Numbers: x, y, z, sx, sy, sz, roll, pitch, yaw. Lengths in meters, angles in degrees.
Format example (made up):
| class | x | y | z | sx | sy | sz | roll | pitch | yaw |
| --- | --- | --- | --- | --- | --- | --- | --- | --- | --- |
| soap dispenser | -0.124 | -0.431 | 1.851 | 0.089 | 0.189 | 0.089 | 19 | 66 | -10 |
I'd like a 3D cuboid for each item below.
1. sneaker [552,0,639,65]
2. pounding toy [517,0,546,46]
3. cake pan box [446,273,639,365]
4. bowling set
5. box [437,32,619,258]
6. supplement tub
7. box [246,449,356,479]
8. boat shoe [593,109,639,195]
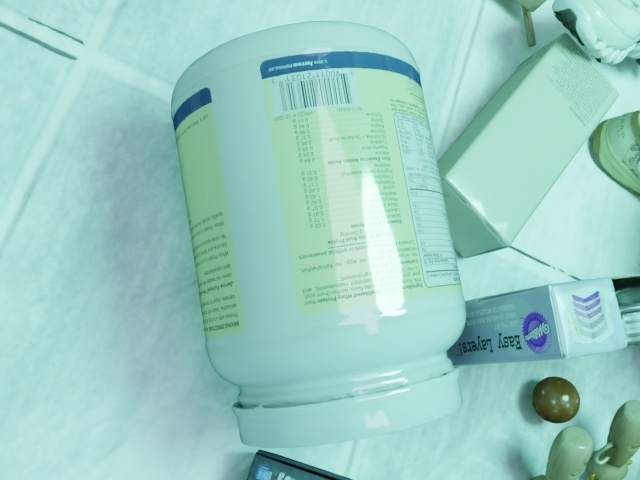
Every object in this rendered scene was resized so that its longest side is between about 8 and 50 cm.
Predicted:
| class | x | y | z | sx | sy | sz | roll | pitch | yaw |
| --- | --- | --- | --- | --- | --- | --- | --- | --- | --- |
| sneaker | 0.398 | -0.293 | 0.823 | 0.292 | 0.118 | 0.110 | -12 | 63 | -42 |
| pounding toy | 0.268 | -0.361 | 0.852 | 0.141 | 0.100 | 0.130 | 30 | 56 | -16 |
| cake pan box | 0.249 | 0.081 | 0.657 | 0.245 | 0.267 | 0.070 | -5 | 79 | -24 |
| bowling set | 0.318 | 0.264 | 0.737 | 0.286 | 0.200 | 0.154 | -9 | 127 | -19 |
| box | 0.235 | -0.115 | 0.782 | 0.113 | 0.094 | 0.275 | 46 | 68 | -7 |
| supplement tub | 0.000 | 0.000 | 0.592 | 0.235 | 0.235 | 0.325 | -7 | 83 | -22 |
| box | -0.008 | 0.330 | 0.578 | 0.183 | 0.059 | 0.233 | 16 | 72 | 11 |
| boat shoe | 0.501 | -0.077 | 0.879 | 0.285 | 0.089 | 0.105 | 29 | 70 | -14 |
